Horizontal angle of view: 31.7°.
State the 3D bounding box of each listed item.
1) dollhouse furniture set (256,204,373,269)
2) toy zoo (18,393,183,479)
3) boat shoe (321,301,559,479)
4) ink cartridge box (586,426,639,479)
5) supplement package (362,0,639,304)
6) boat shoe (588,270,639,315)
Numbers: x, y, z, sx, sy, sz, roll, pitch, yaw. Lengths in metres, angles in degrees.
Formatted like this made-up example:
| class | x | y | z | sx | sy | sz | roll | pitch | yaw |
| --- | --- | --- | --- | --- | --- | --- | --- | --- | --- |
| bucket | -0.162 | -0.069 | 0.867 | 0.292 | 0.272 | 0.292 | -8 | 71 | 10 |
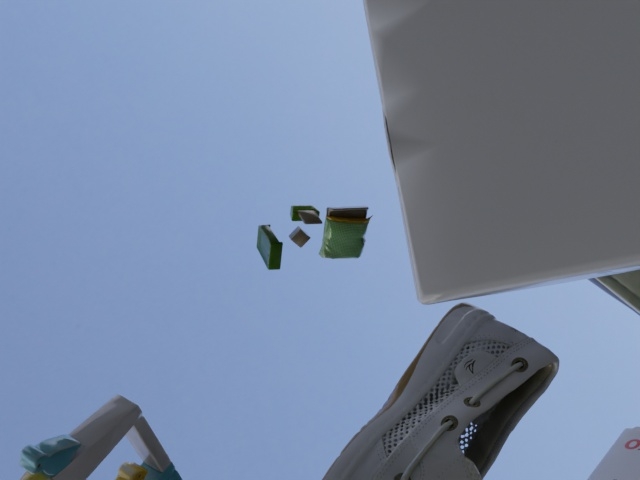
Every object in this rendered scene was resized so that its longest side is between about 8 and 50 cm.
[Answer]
| class | x | y | z | sx | sy | sz | roll | pitch | yaw |
| --- | --- | --- | --- | --- | --- | --- | --- | --- | --- |
| dollhouse furniture set | 0.000 | 0.000 | 1.413 | 0.151 | 0.076 | 0.058 | -2 | -152 | -20 |
| toy zoo | -0.198 | 0.267 | 0.996 | 0.192 | 0.030 | 0.293 | -48 | -39 | -26 |
| boat shoe | 0.072 | 0.162 | 0.744 | 0.277 | 0.096 | 0.098 | -54 | -32 | -25 |
| ink cartridge box | 0.286 | 0.274 | 0.948 | 0.237 | 0.172 | 0.100 | -42 | -67 | -33 |
| supplement package | 0.197 | -0.078 | 0.614 | 0.175 | 0.292 | 0.178 | 0 | -101 | -68 |
| boat shoe | 0.230 | -0.031 | 0.999 | 0.305 | 0.091 | 0.109 | 40 | -88 | -19 |
